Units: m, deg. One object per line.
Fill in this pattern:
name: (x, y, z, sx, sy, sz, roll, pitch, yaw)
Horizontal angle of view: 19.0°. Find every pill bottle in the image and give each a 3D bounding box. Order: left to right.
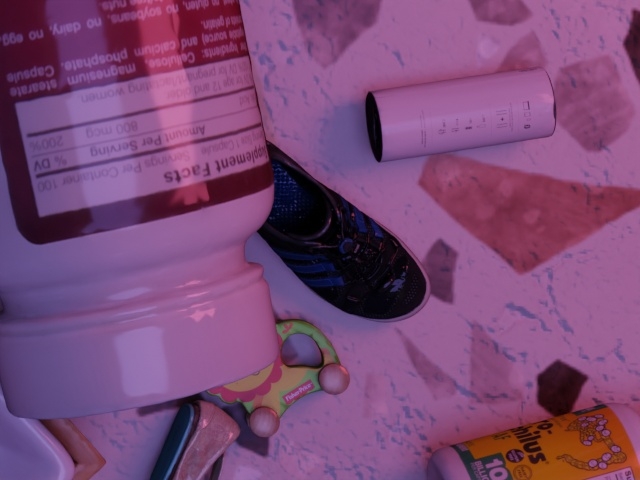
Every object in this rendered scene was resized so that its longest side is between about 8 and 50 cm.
pill bottle: (-0.153, -0.095, 1.266, 0.224, 0.224, 0.392, -11, 96, -9)
pill bottle: (0.196, 0.191, 1.465, 0.208, 0.117, 0.118, -14, 103, -8)

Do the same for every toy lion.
toy lion: (-0.041, 0.092, 1.446, 0.100, 0.034, 0.096, -31, 97, -5)

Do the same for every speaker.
speaker: (0.103, -0.094, 1.424, 0.136, 0.055, 0.055, -10, 102, -9)

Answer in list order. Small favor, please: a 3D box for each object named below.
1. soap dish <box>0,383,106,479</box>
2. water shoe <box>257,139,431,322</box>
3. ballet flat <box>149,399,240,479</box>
soap dish: (-0.335, 0.165, 1.353, 0.291, 0.118, 0.229, -41, 106, -2)
water shoe: (0.000, 0.000, 1.408, 0.203, 0.080, 0.073, 36, 92, -15)
ballet flat: (-0.112, 0.201, 1.438, 0.052, 0.057, 0.168, 28, 94, -25)
